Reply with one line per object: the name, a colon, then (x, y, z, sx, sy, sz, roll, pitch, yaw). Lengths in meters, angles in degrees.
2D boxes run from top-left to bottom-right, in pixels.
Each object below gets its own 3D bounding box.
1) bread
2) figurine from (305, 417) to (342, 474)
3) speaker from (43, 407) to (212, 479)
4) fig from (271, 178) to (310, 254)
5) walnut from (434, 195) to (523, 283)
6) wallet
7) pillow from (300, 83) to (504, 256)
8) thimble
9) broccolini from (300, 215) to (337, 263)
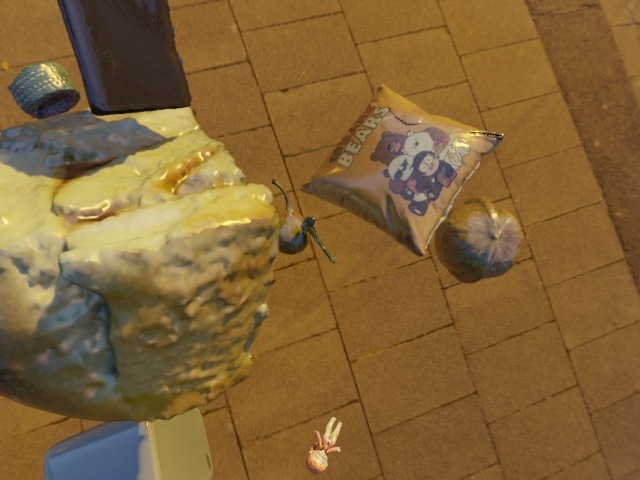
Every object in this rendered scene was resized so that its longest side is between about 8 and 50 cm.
bread: (-0.242, -0.011, 0.462, 0.263, 0.240, 0.395, -13, 43, -31)
figurine: (0.009, 0.409, 0.807, 0.064, 0.047, 0.109, 36, 52, 1)
speaker: (-0.361, 0.454, 0.831, 0.184, 0.406, 0.184, -16, 68, -9)
fig: (-0.103, -0.073, 1.226, 0.124, 0.124, 0.237, -13, 99, -11)
walnut: (0.455, 0.000, 1.205, 0.227, 0.283, 0.283, 8, 80, -5)
wallet: (-0.186, -0.238, 0.353, 0.025, 0.124, 0.245, -1, 110, 23)
pillow: (0.161, -0.160, 0.851, 0.312, 0.119, 0.310, 33, 87, 26)
thimble: (-0.690, -0.376, 1.023, 0.135, 0.118, 0.090, -33, 93, 2)
broccolini: (-0.003, -0.004, 1.195, 0.054, 0.052, 0.194, -39, 128, 0)
